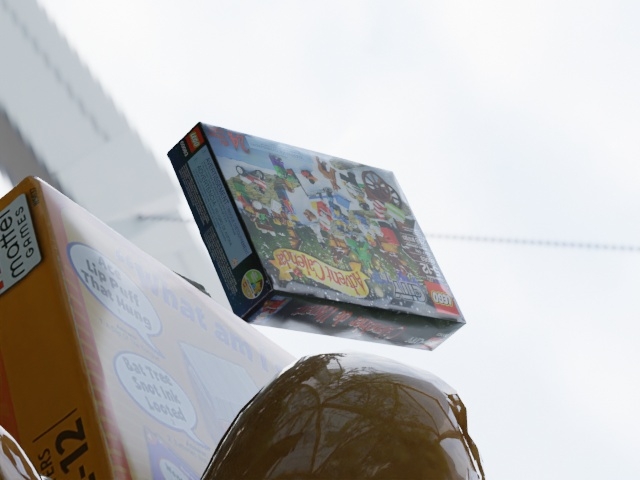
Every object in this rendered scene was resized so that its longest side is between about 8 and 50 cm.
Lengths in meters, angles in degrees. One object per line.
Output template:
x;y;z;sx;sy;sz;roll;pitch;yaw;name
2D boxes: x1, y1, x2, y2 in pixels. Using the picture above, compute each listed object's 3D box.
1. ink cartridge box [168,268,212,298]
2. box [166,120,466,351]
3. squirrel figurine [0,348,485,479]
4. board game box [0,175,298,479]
-0.186;0.099;1.650;0.127;0.175;0.072;26;-31;16;ink cartridge box
0.000;0.000;1.543;0.044;0.233;0.159;-42;-123;28;box
-0.049;0.212;0.422;0.370;0.397;0.281;23;-39;33;squirrel figurine
-0.129;0.264;1.050;0.356;0.356;0.356;-38;-137;16;board game box
